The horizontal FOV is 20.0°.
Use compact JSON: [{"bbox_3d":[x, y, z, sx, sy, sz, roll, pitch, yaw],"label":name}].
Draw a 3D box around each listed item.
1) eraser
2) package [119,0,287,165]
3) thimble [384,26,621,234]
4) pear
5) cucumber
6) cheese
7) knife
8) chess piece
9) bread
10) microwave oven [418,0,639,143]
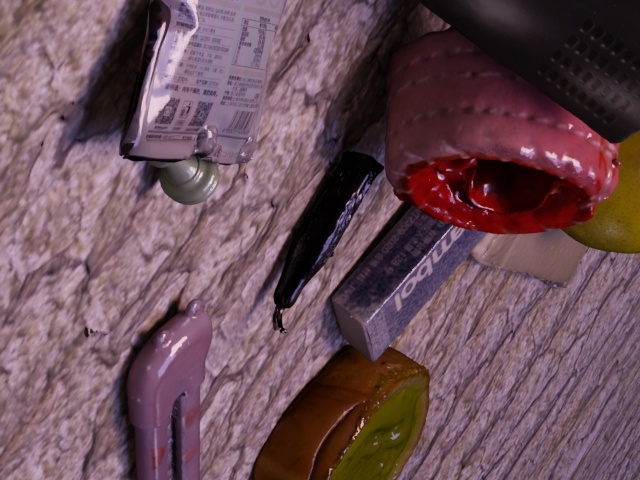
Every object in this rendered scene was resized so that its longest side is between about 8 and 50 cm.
[{"bbox_3d":[0.096,0.010,1.689,0.212,0.046,0.092,-48,157,-16],"label":"eraser"},{"bbox_3d":[-0.065,-0.133,1.182,0.171,0.027,0.173,0,103,-62],"label":"package"},{"bbox_3d":[0.142,-0.090,1.481,0.163,0.189,0.125,138,-38,-58],"label":"thimble"},{"bbox_3d":[0.326,-0.076,1.916,0.198,0.198,0.198,-46,155,-30],"label":"pear"},{"bbox_3d":[0.000,0.000,1.497,0.039,0.043,0.163,28,94,-42],"label":"cucumber"},{"bbox_3d":[0.244,0.005,2.033,0.085,0.034,0.400,-56,161,6],"label":"cheese"},{"bbox_3d":[-0.122,0.200,1.491,0.132,0.038,0.399,-47,154,-35],"label":"knife"},{"bbox_3d":[-0.102,-0.058,1.210,0.042,0.042,0.093,-57,153,-8],"label":"chess piece"},{"bbox_3d":[0.023,0.205,1.768,0.236,0.070,0.236,-47,156,-28],"label":"bread"},{"bbox_3d":[0.282,-0.329,1.306,0.432,0.236,0.374,-53,-178,-14],"label":"microwave oven"}]
